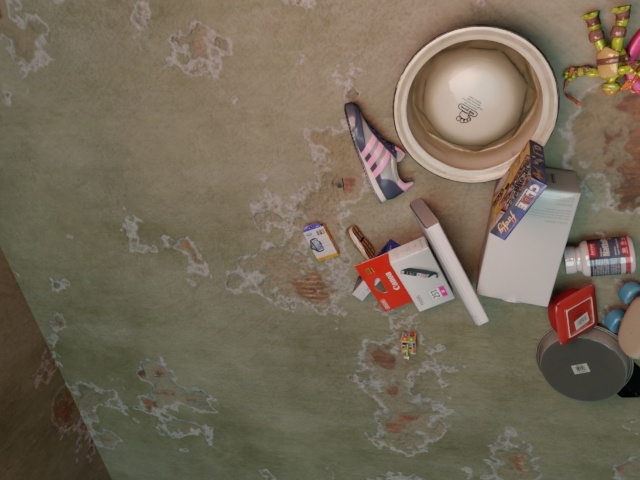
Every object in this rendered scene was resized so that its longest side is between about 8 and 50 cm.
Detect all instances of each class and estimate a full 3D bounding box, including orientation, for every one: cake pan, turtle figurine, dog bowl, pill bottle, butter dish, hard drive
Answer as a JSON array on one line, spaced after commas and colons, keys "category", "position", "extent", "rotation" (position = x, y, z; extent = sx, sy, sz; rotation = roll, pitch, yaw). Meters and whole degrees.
[{"category": "cake pan", "position": [0.850, 0.404, 1.839], "extent": [0.293, 0.054, 0.293], "rotation": [13, 120, 22]}, {"category": "turtle figurine", "position": [0.702, -0.440, 1.349], "extent": [0.269, 0.087, 0.218], "rotation": [21, 127, 59]}, {"category": "dog bowl", "position": [0.401, -0.365, 1.483], "extent": [0.407, 0.150, 0.408], "rotation": [8, 123, 12]}, {"category": "pill bottle", "position": [0.801, 0.049, 1.634], "extent": [0.180, 0.108, 0.108], "rotation": [-7, 118, 21]}, {"category": "butter dish", "position": [0.760, 0.214, 1.751], "extent": [0.160, 0.118, 0.160], "rotation": [-26, 115, -16]}, {"category": "hard drive", "position": [0.383, 0.060, 1.701], "extent": [0.047, 0.233, 0.353], "rotation": [-28, 110, 7]}]

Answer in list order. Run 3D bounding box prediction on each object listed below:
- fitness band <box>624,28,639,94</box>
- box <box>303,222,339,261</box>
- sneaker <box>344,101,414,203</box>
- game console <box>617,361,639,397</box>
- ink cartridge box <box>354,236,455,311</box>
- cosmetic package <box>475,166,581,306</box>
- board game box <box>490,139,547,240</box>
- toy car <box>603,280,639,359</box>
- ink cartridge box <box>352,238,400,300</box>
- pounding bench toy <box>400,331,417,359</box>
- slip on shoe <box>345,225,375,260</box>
[{"category": "fitness band", "position": [0.883, -0.422, 1.353], "extent": [0.290, 0.054, 0.209], "rotation": [20, 125, 7]}, {"category": "box", "position": [0.000, 0.000, 1.909], "extent": [0.081, 0.028, 0.136], "rotation": [-17, 111, 26]}, {"category": "sneaker", "position": [0.171, -0.271, 1.656], "extent": [0.131, 0.112, 0.319], "rotation": [-21, 116, 9]}, {"category": "game console", "position": [1.009, 0.458, 1.877], "extent": [0.122, 0.071, 0.107], "rotation": [40, 154, -8]}, {"category": "ink cartridge box", "position": [0.270, 0.132, 1.798], "extent": [0.238, 0.060, 0.275], "rotation": [-24, 132, 13]}, {"category": "cosmetic package", "position": [0.589, -0.013, 1.638], "extent": [0.217, 0.156, 0.385], "rotation": [11, 124, 11]}, {"category": "board game box", "position": [0.476, -0.127, 1.368], "extent": [0.042, 0.243, 0.165], "rotation": [28, 125, 2]}, {"category": "toy car", "position": [1.021, 0.250, 1.667], "extent": [0.237, 0.219, 0.210], "rotation": [-2, 124, -15]}, {"category": "ink cartridge box", "position": [0.184, 0.099, 1.868], "extent": [0.046, 0.097, 0.207], "rotation": [33, 125, -5]}, {"category": "pounding bench toy", "position": [0.311, 0.371, 2.002], "extent": [0.052, 0.083, 0.065], "rotation": [1, 121, 17]}, {"category": "slip on shoe", "position": [0.130, 0.014, 1.861], "extent": [0.041, 0.051, 0.135], "rotation": [-27, 105, 46]}]
